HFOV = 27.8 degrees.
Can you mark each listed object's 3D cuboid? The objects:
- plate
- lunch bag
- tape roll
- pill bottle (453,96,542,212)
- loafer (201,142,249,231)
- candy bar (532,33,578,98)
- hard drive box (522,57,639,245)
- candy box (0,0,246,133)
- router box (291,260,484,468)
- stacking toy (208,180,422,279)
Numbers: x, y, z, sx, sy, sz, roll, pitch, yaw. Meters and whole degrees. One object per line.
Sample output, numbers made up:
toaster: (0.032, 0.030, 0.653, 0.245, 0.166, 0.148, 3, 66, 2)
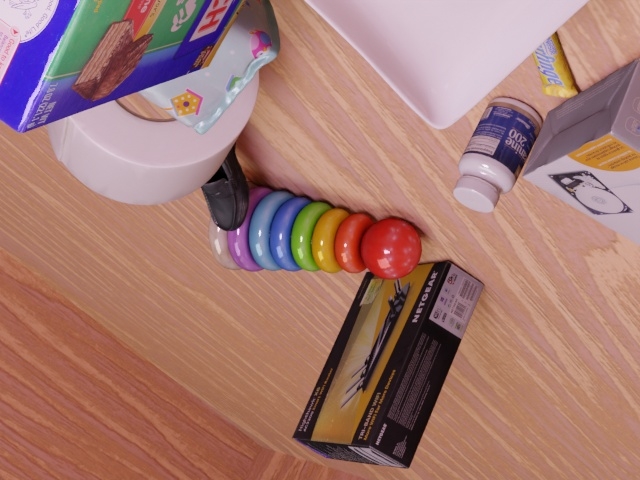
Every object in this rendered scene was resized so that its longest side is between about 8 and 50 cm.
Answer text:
plate: (0.106, -0.264, 1.002, 0.277, 0.278, 0.045, 40, -164, -30)
lunch bag: (-0.167, -0.271, 1.373, 0.223, 0.262, 0.160, 35, 116, -24)
tape roll: (-0.209, -0.181, 1.573, 0.246, 0.246, 0.169, 30, 161, -6)
pill bottle: (0.194, -0.094, 1.434, 0.067, 0.120, 0.067, 25, 161, 9)
loafer: (-0.153, -0.099, 1.848, 0.076, 0.078, 0.223, 19, 136, 27)
candy bar: (0.224, -0.194, 1.298, 0.040, 0.018, 0.161, 15, 157, 32)
hard drive box: (0.355, -0.067, 1.318, 0.232, 0.089, 0.181, 28, 161, -11)
candy box: (-0.139, -0.246, 1.017, 0.122, 0.268, 0.317, 37, -154, 7)
router box: (0.101, 0.189, 1.987, 0.081, 0.309, 0.243, 33, 160, -22)
stacking toy: (0.000, 0.000, 1.933, 0.330, 0.141, 0.141, 11, 155, 30)
